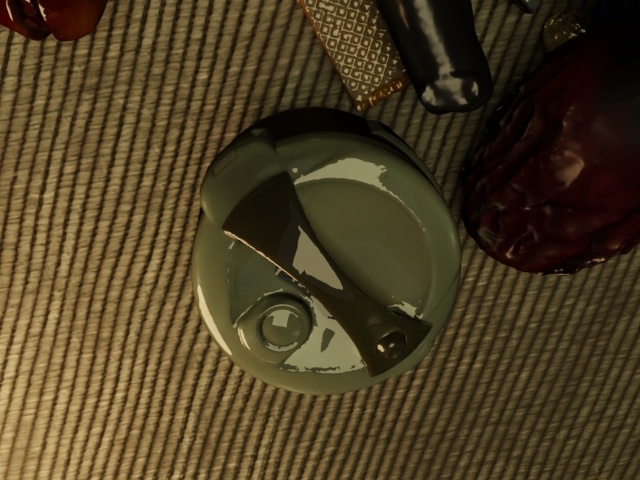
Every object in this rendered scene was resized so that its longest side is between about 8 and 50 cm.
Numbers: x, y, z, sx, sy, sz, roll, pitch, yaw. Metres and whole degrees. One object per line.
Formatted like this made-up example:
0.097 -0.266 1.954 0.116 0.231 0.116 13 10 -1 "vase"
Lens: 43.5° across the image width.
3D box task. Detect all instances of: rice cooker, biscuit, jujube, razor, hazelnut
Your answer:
0.000 0.000 0.995 0.335 0.325 0.335 -1 108 -4 "rice cooker"
0.001 -0.345 1.028 0.094 0.054 0.379 -28 108 5 "biscuit"
0.336 -0.106 0.999 0.258 0.377 0.258 9 63 -18 "jujube"
0.120 -0.323 0.966 0.113 0.204 0.349 -12 108 14 "razor"
-0.349 -0.328 0.958 0.204 0.178 0.178 0 108 0 "hazelnut"

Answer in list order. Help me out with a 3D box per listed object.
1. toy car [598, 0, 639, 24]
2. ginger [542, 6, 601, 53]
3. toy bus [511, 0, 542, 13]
0.363 -0.311 0.938 0.103 0.216 0.063 -45 67 11 "toy car"
0.468 -0.255 1.069 0.333 0.081 0.148 26 89 2 "ginger"
0.252 -0.373 0.925 0.157 0.289 0.139 44 101 -4 "toy bus"
